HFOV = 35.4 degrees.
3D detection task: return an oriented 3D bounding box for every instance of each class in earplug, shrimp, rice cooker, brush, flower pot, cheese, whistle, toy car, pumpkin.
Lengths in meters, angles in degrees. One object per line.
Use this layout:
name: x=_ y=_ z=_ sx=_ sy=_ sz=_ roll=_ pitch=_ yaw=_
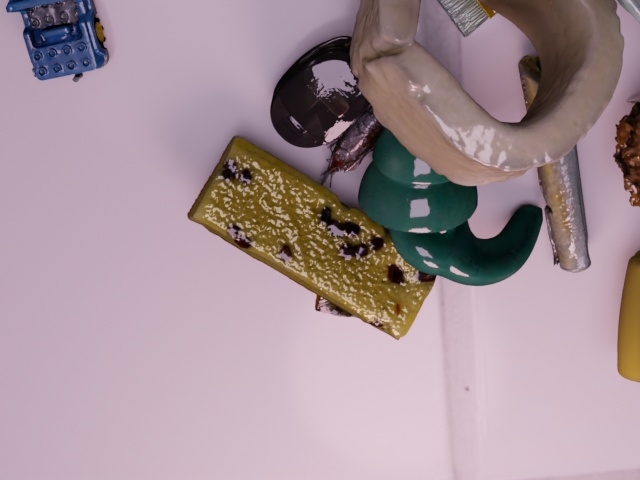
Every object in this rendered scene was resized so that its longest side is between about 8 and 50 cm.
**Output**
earplug: x=0.181 y=-0.062 z=1.383 sx=0.258 sy=0.164 sz=0.280 roll=-3 pitch=126 yaw=8
shrimp: x=0.046 y=-0.135 z=1.408 sx=0.056 sy=0.065 sz=0.165 roll=47 pitch=127 yaw=1
rice cooker: x=0.005 y=-0.201 z=1.359 sx=0.165 sy=0.106 sz=0.112 roll=-41 pitch=108 yaw=11
brush: x=0.252 y=-0.368 z=1.343 sx=0.205 sy=0.011 sz=0.083 roll=-38 pitch=108 yaw=13
flower pot: x=0.527 y=0.104 z=1.461 sx=0.195 sy=0.195 sz=0.179 roll=-7 pitch=101 yaw=2
cheese: x=0.192 y=-0.242 z=1.237 sx=0.332 sy=0.153 sz=0.292 roll=38 pitch=76 yaw=-4
whistle: x=0.340 y=-0.107 z=1.427 sx=0.068 sy=0.057 sz=0.326 roll=8 pitch=120 yaw=43
toy car: x=-0.351 y=-0.298 z=1.313 sx=0.097 sy=0.100 sz=0.191 roll=-10 pitch=109 yaw=7
pumpkin: x=0.039 y=0.078 z=1.505 sx=0.083 sy=0.054 sz=0.074 roll=10 pitch=115 yaw=-14

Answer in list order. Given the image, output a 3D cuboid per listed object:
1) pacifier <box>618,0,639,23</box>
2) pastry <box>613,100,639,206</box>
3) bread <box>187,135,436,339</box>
pacifier: x=0.460 y=-0.392 z=1.168 sx=0.288 sy=0.343 sz=0.269 roll=36 pitch=149 yaw=-13
pastry: x=0.532 y=-0.117 z=1.345 sx=0.275 sy=0.274 sz=0.193 roll=-12 pitch=149 yaw=4
bread: x=0.000 y=0.000 z=1.429 sx=0.361 sy=0.077 sz=0.138 roll=31 pitch=85 yaw=-9
